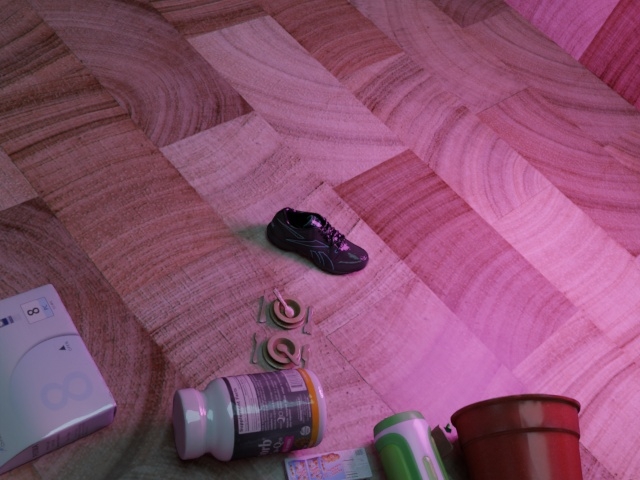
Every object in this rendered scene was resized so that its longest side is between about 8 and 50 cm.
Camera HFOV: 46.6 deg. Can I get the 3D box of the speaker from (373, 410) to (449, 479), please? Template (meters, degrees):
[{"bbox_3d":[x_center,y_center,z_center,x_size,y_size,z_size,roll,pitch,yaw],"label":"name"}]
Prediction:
[{"bbox_3d":[0.203,0.499,1.486,0.131,0.131,0.297,-4,55,-23],"label":"speaker"}]

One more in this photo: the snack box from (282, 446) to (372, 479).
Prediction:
[{"bbox_3d":[0.015,0.465,1.513,0.178,0.022,0.064,-1,54,-22],"label":"snack box"}]

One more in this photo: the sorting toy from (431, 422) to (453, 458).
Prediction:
[{"bbox_3d":[0.264,0.427,1.596,0.012,0.083,0.062,-5,54,-36],"label":"sorting toy"}]

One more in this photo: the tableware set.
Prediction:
[{"bbox_3d":[-0.078,0.200,1.679,0.128,0.039,0.194,14,50,-9],"label":"tableware set"}]

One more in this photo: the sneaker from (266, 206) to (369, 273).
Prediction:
[{"bbox_3d":[0.000,0.000,1.827,0.267,0.106,0.101,20,47,-6],"label":"sneaker"}]

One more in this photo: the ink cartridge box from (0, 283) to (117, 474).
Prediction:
[{"bbox_3d":[-0.623,0.276,1.382,0.384,0.091,0.308,-20,62,-33],"label":"ink cartridge box"}]

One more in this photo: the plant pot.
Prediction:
[{"bbox_3d":[0.417,0.480,1.509,0.272,0.272,0.265,6,59,-16],"label":"plant pot"}]

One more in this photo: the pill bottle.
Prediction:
[{"bbox_3d":[-0.140,0.344,1.461,0.278,0.162,0.162,-3,54,-22],"label":"pill bottle"}]
